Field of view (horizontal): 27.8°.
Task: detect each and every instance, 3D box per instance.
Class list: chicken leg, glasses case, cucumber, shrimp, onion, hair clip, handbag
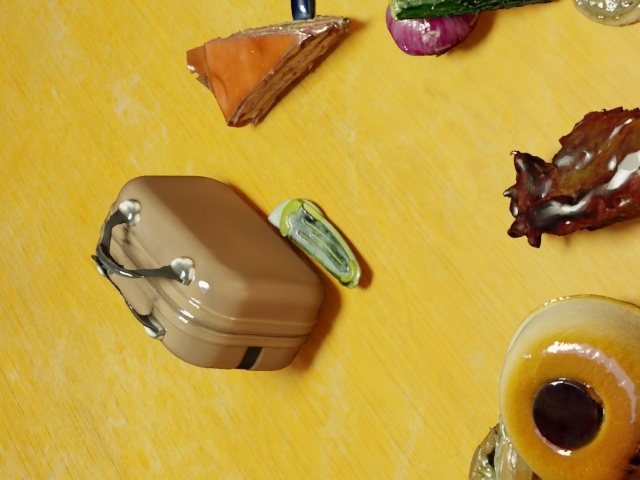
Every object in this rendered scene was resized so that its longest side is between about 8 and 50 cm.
[{"bbox_3d":[0.345,-0.116,1.319,0.407,0.096,0.158,-45,39,31],"label":"chicken leg"},{"bbox_3d":[-0.026,-0.334,1.730,0.033,0.023,0.083,-5,86,48],"label":"glasses case"},{"bbox_3d":[0.169,-0.279,1.448,0.187,0.058,0.058,-6,82,4],"label":"cucumber"},{"bbox_3d":[0.211,0.247,1.471,0.099,0.041,0.180,22,105,58],"label":"shrimp"},{"bbox_3d":[0.136,-0.263,1.527,0.115,0.115,0.104,27,151,42],"label":"onion"},{"bbox_3d":[0.000,0.000,1.683,0.188,0.033,0.060,45,116,39],"label":"hair clip"},{"bbox_3d":[-0.172,0.037,1.675,0.302,0.283,0.149,46,117,36],"label":"handbag"}]

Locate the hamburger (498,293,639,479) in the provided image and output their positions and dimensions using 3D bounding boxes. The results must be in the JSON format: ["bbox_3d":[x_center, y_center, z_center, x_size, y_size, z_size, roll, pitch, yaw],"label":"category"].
[{"bbox_3d":[0.289,0.163,1.319,0.237,0.147,0.237,9,105,37],"label":"hamburger"}]

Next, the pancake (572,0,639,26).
[{"bbox_3d":[0.323,-0.297,1.388,0.139,0.022,0.139,-1,88,44],"label":"pancake"}]

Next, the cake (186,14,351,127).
[{"bbox_3d":[-0.063,-0.233,1.711,0.287,0.098,0.135,-12,88,49],"label":"cake"}]
